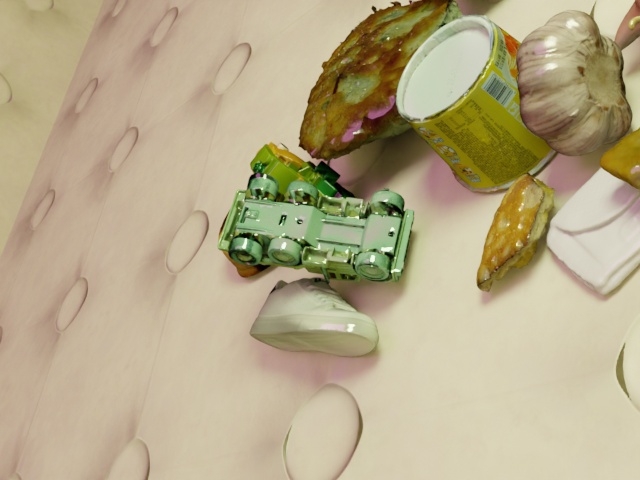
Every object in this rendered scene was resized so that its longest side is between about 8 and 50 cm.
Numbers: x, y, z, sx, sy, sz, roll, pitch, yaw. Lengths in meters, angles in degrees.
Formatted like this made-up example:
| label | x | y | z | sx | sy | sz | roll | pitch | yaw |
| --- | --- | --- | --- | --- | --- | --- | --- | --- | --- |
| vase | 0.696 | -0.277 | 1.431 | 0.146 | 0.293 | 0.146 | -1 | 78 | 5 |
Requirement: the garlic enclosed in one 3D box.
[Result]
| label | x | y | z | sx | sy | sz | roll | pitch | yaw |
| --- | --- | --- | --- | --- | --- | --- | --- | --- | --- |
| garlic | 0.282 | -0.172 | 0.901 | 0.147 | 0.159 | 0.102 | -44 | 18 | -28 |

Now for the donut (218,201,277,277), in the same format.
| label | x | y | z | sx | sy | sz | roll | pitch | yaw |
| --- | --- | --- | --- | --- | --- | --- | --- | --- | --- |
| donut | -0.106 | -0.024 | 1.379 | 0.184 | 0.073 | 0.166 | -17 | 47 | 44 |

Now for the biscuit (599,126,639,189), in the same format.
| label | x | y | z | sx | sy | sz | roll | pitch | yaw |
| --- | --- | --- | --- | --- | --- | --- | --- | --- | --- |
| biscuit | 0.390 | -0.092 | 0.758 | 0.174 | 0.039 | 0.183 | -36 | 33 | -5 |

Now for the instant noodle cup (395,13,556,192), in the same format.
| label | x | y | z | sx | sy | sz | roll | pitch | yaw |
| --- | --- | --- | --- | --- | --- | --- | --- | --- | --- |
| instant noodle cup | 0.204 | -0.179 | 1.017 | 0.205 | 0.153 | 0.205 | -32 | 42 | 35 |

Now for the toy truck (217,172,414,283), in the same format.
| label | x | y | z | sx | sy | sz | roll | pitch | yaw |
| --- | --- | --- | --- | --- | --- | --- | --- | --- | --- |
| toy truck | 0.002 | -0.001 | 1.121 | 0.260 | 0.135 | 0.128 | 5 | 60 | 19 |

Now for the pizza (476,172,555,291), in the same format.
| label | x | y | z | sx | sy | sz | roll | pitch | yaw |
| --- | --- | --- | --- | --- | --- | --- | --- | --- | --- |
| pizza | 0.234 | -0.013 | 0.939 | 0.099 | 0.036 | 0.160 | -15 | 50 | 65 |

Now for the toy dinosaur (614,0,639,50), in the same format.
| label | x | y | z | sx | sy | sz | roll | pitch | yaw |
| --- | --- | --- | --- | --- | --- | --- | --- | --- | --- |
| toy dinosaur | 0.352 | -0.279 | 0.851 | 0.177 | 0.194 | 0.152 | 29 | 66 | 28 |

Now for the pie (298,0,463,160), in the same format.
| label | x | y | z | sx | sy | sz | roll | pitch | yaw |
| --- | --- | --- | --- | --- | --- | --- | --- | --- | --- |
| pie | 0.090 | -0.251 | 1.245 | 0.288 | 0.103 | 0.354 | -17 | 39 | 42 |

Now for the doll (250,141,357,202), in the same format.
| label | x | y | z | sx | sy | sz | roll | pitch | yaw |
| --- | --- | --- | --- | --- | --- | --- | --- | --- | --- |
| doll | -0.027 | -0.077 | 1.227 | 0.106 | 0.186 | 0.134 | -50 | 5 | 14 |

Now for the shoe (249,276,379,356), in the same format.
| label | x | y | z | sx | sy | sz | roll | pitch | yaw |
| --- | --- | --- | --- | --- | --- | --- | --- | --- | --- |
| shoe | -0.007 | 0.097 | 1.124 | 0.265 | 0.095 | 0.110 | -10 | 54 | 52 |

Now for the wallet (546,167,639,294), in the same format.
| label | x | y | z | sx | sy | sz | roll | pitch | yaw |
| --- | --- | --- | --- | --- | --- | --- | --- | --- | --- |
| wallet | 0.326 | -0.038 | 0.846 | 0.183 | 0.032 | 0.124 | -48 | 36 | 14 |
